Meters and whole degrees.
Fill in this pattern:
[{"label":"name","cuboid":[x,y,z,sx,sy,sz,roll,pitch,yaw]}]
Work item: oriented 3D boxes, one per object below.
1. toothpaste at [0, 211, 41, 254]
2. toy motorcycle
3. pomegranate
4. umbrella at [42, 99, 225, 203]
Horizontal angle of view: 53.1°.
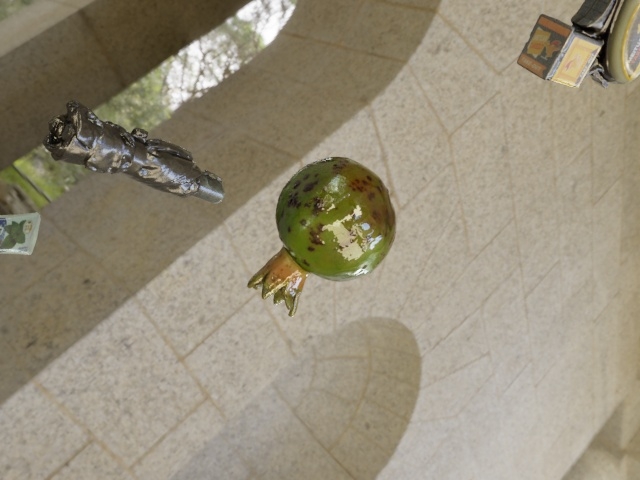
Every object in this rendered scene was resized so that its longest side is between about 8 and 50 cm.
[{"label":"toothpaste","cuboid":[-0.410,-0.006,0.736,0.038,0.060,0.233,23,8,16]},{"label":"toy motorcycle","cuboid":[0.336,-0.287,0.678,0.263,0.157,0.091,-69,-151,27]},{"label":"pomegranate","cuboid":[0.004,-0.006,1.097,0.231,0.286,0.231,36,-16,12]},{"label":"umbrella","cuboid":[-0.206,-0.090,0.756,0.236,0.066,0.059,22,42,-52]}]
